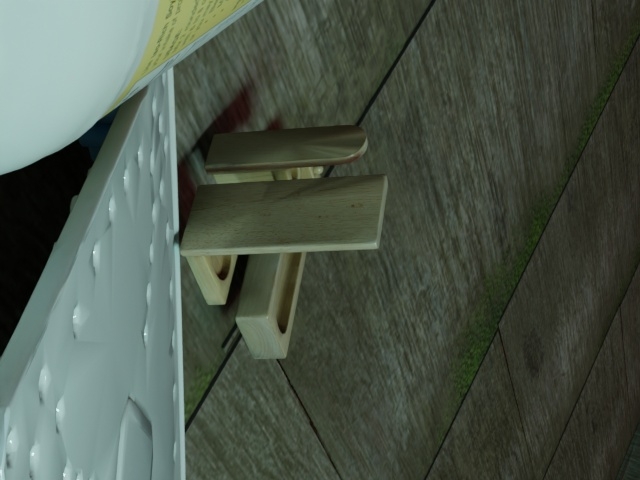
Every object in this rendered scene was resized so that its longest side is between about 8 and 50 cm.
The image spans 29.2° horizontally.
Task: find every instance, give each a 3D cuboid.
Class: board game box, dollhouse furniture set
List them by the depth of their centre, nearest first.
[{"bbox_3d":[-0.117,0.140,0.617,0.390,0.050,0.390,-88,180,-63],"label":"board game box"},{"bbox_3d":[0.000,0.000,0.830,0.151,0.123,0.144,71,22,-45],"label":"dollhouse furniture set"}]

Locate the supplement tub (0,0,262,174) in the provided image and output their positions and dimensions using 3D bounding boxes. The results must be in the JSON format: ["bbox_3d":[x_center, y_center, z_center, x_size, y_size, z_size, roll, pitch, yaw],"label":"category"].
[{"bbox_3d":[-0.110,-0.169,0.435,0.331,0.241,0.241,-45,142,-43],"label":"supplement tub"}]
